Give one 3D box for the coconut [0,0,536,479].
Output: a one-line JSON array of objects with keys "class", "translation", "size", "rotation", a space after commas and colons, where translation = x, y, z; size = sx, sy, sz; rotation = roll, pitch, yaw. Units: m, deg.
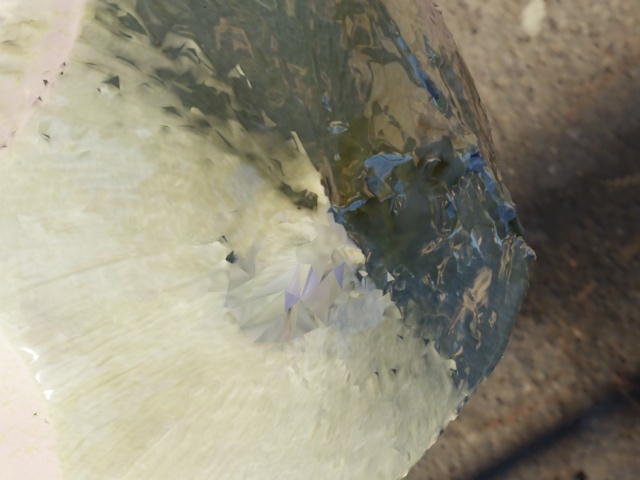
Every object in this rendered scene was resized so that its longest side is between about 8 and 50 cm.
[{"class": "coconut", "translation": [-0.043, -0.001, 0.623], "size": [0.227, 0.230, 0.227], "rotation": [-5, 102, -25]}]
